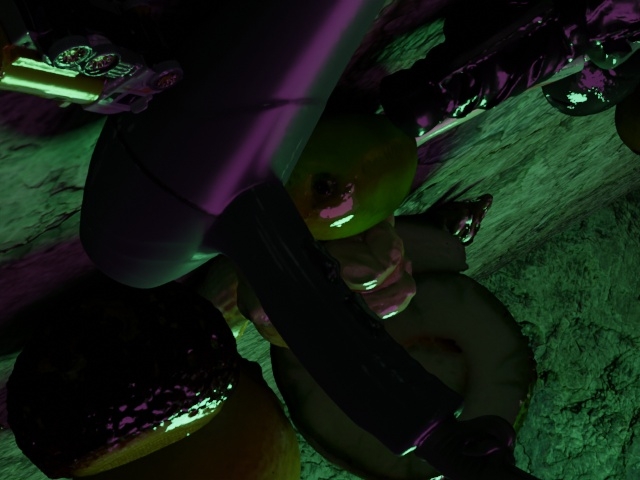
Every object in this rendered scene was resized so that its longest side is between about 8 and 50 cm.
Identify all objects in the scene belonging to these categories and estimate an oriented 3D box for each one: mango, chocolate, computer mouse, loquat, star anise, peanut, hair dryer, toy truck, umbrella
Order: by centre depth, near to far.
[{"bbox_3d":[-0.128,-0.097,0.487,0.063,0.052,0.123,-32,167,22],"label":"toy truck"},{"bbox_3d":[0.025,0.000,0.547,0.301,0.361,0.121,-47,161,29],"label":"hair dryer"},{"bbox_3d":[0.215,-0.189,0.817,0.357,0.113,0.106,-29,-170,-12],"label":"umbrella"},{"bbox_3d":[0.019,-0.062,0.851,0.125,0.111,0.233,3,-162,16],"label":"mango"},{"bbox_3d":[-0.114,0.072,1.114,0.087,0.087,0.207,-21,161,-41],"label":"peanut"},{"bbox_3d":[0.355,-0.203,1.190,0.122,0.073,0.217,-38,169,36],"label":"computer mouse"},{"bbox_3d":[-0.181,0.302,1.305,0.328,0.328,0.328,-30,168,-7],"label":"loquat"},{"bbox_3d":[0.540,-0.212,1.460,0.176,0.177,0.177,-30,168,-7],"label":"chocolate"},{"bbox_3d":[0.169,0.017,1.581,0.288,0.088,0.288,-28,168,-6],"label":"star anise"}]

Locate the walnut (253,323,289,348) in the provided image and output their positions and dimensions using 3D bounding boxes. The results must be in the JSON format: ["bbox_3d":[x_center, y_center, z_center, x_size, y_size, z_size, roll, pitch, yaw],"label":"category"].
[{"bbox_3d":[-0.011,0.068,1.190,0.159,0.159,0.206,-26,173,-26],"label":"walnut"}]

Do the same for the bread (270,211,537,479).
[{"bbox_3d":[0.119,0.146,1.322,0.366,0.382,0.129,12,178,13],"label":"bread"}]

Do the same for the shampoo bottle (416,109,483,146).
[{"bbox_3d":[0.100,-0.118,0.969,0.141,0.049,0.034,-32,169,10],"label":"shampoo bottle"}]

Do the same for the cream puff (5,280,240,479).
[{"bbox_3d":[-0.199,0.134,0.958,0.239,0.165,0.239,-26,169,-5],"label":"cream puff"}]

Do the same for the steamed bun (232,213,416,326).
[{"bbox_3d":[0.000,0.000,0.953,0.177,0.106,0.192,-1,-156,-4],"label":"steamed bun"}]

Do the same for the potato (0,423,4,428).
[{"bbox_3d":[-0.414,0.223,0.840,0.300,0.140,0.173,-34,-162,14],"label":"potato"}]

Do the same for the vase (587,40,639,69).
[{"bbox_3d":[0.376,-0.258,0.993,0.219,0.096,0.096,-27,167,-5],"label":"vase"}]

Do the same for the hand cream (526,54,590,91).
[{"bbox_3d":[0.222,-0.177,1.075,0.216,0.038,0.052,-25,143,-5],"label":"hand cream"}]
